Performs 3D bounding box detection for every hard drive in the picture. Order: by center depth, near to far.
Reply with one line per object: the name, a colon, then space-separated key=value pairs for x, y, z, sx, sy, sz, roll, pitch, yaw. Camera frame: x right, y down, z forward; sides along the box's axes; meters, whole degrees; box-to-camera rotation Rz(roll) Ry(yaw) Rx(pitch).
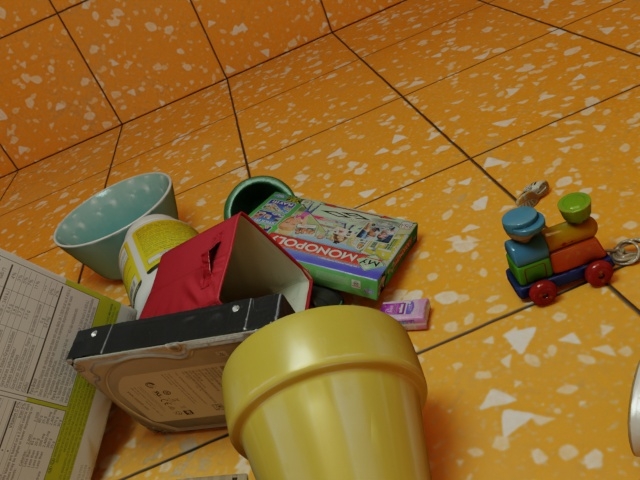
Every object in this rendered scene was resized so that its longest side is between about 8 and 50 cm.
hard drive: x=-0.163 y=0.196 z=0.902 sx=0.339 sy=0.237 sz=0.064 roll=-12 pitch=44 yaw=18

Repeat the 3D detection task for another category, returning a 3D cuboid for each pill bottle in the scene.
pill bottle: x=-0.303 y=0.066 z=1.243 sx=0.188 sy=0.188 sz=0.334 roll=-31 pitch=32 yaw=-11

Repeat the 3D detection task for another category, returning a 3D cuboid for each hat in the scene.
hat: x=-0.127 y=-0.050 z=1.462 sx=0.173 sy=0.183 sz=0.208 roll=-32 pitch=73 yaw=0

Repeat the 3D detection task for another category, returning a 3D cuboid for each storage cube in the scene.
storage cube: x=-0.151 y=0.103 z=0.983 sx=0.193 sy=0.215 sz=0.184 roll=-25 pitch=38 yaw=30

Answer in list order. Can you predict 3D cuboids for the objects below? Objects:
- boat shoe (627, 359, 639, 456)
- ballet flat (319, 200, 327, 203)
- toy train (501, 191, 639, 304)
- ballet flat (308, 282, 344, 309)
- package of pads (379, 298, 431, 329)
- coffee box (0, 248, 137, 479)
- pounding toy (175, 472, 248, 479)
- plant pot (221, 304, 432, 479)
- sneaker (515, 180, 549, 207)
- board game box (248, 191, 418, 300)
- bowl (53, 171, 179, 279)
boat shoe: x=0.442 y=0.144 z=0.707 sx=0.096 sy=0.098 sz=0.277 roll=12 pitch=45 yaw=45
ballet flat: x=-0.050 y=0.002 z=1.285 sx=0.086 sy=0.086 sz=0.248 roll=13 pitch=46 yaw=45
toy train: x=0.400 y=-0.013 z=0.930 sx=0.248 sy=0.143 sz=0.105 roll=-21 pitch=32 yaw=6
ballet flat: x=-0.064 y=0.088 z=1.155 sx=0.096 sy=0.095 sz=0.280 roll=-32 pitch=41 yaw=-32
package of pads: x=0.139 y=0.123 z=1.009 sx=0.083 sy=0.032 sz=0.050 roll=-7 pitch=32 yaw=25
coffee box: x=-0.554 y=0.212 z=0.940 sx=0.337 sy=0.334 sz=0.338 roll=-4 pitch=64 yaw=31
pounding toy: x=-0.108 y=0.351 z=0.690 sx=0.094 sy=0.181 sz=0.206 roll=-4 pitch=22 yaw=0
plant pot: x=0.020 y=0.246 z=0.719 sx=0.254 sy=0.254 sz=0.239 roll=-21 pitch=46 yaw=5
sneaker: x=0.395 y=-0.085 z=1.160 sx=0.083 sy=0.032 sz=0.037 roll=-32 pitch=18 yaw=-22
board game box: x=0.000 y=0.000 z=1.163 sx=0.317 sy=0.046 sz=0.213 roll=13 pitch=34 yaw=22
bowl: x=-0.472 y=-0.020 z=1.513 sx=0.311 sy=0.163 sz=0.311 roll=-17 pitch=32 yaw=11
